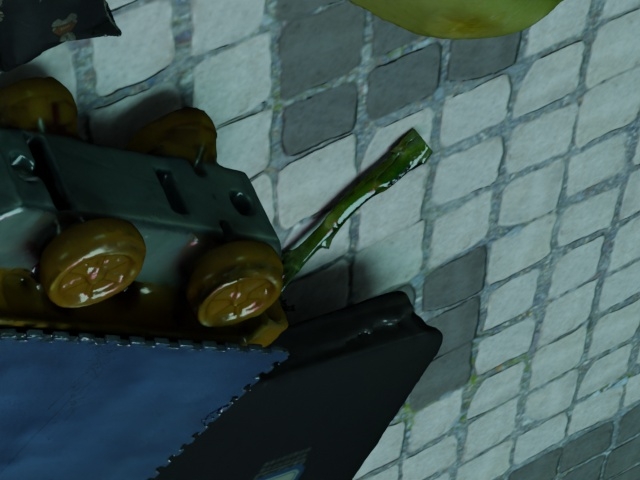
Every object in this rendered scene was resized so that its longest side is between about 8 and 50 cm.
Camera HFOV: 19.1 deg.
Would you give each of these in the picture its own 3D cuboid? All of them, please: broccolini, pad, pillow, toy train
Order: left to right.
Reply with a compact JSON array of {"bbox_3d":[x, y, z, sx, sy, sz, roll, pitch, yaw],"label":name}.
[{"bbox_3d":[-0.189,-0.177,1.258,0.090,0.048,0.150,-37,145,-17],"label":"pillow"},{"bbox_3d":[-0.194,0.015,1.399,0.369,0.163,0.231,9,138,-48],"label":"toy train"},{"bbox_3d":[-0.195,0.137,1.435,0.269,0.012,0.269,7,145,-37],"label":"pad"},{"bbox_3d":[0.005,0.006,1.683,0.254,0.057,0.071,-40,-169,9],"label":"broccolini"}]

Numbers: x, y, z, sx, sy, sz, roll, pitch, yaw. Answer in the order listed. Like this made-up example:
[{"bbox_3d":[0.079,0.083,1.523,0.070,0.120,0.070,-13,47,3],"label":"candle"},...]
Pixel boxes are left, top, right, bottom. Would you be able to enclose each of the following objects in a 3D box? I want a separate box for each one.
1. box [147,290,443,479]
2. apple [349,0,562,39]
[{"bbox_3d":[-0.079,0.203,1.765,0.359,0.091,0.350,-17,148,-41],"label":"box"},{"bbox_3d":[0.079,-0.268,1.234,0.279,0.279,0.279,-26,146,-19],"label":"apple"}]
